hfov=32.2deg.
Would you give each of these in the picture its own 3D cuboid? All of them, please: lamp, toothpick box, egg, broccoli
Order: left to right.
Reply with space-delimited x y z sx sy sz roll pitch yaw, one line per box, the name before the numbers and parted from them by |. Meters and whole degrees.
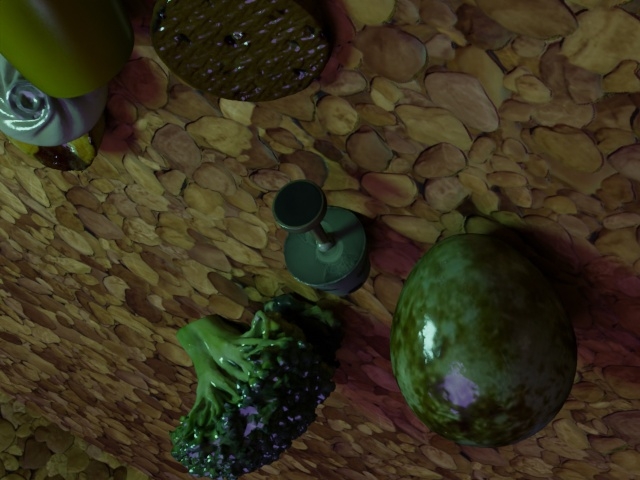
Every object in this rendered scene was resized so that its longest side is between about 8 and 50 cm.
toothpick box | -0.327 -0.293 1.277 0.175 0.175 0.271 12 151 29
broccoli | -0.099 0.239 1.803 0.324 0.272 0.334 -17 177 22
lamp | 0.000 0.000 1.506 0.121 0.121 0.215 15 162 24
egg | 0.203 0.126 1.423 0.238 0.238 0.289 -1 119 42

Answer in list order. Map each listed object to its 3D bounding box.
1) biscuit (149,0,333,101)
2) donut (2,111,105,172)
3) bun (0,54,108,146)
biscuit | -0.089 -0.229 1.251 0.212 0.036 0.212 6 149 3
donut | -0.389 -0.178 1.622 0.166 0.073 0.184 31 151 -2
bun | -0.370 -0.203 1.456 0.172 0.120 0.173 2 114 5
